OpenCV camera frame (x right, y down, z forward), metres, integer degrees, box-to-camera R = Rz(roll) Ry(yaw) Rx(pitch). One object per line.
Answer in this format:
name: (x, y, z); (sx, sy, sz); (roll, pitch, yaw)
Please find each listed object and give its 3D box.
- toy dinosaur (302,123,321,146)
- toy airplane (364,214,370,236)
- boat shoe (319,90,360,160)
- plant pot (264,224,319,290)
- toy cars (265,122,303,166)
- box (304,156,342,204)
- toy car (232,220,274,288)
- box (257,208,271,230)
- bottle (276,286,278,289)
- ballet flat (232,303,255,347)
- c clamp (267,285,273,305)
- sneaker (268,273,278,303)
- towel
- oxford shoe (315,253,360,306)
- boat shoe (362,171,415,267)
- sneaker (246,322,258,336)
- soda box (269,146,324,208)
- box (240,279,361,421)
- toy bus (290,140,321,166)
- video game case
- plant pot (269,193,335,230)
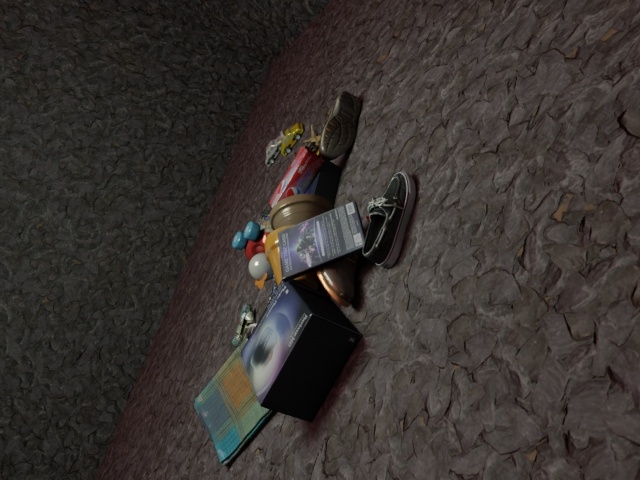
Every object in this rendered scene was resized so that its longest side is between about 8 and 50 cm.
toy dinosaur: (-0.035, -0.472, 2.351); (0.092, 0.053, 0.183); (-38, 39, 16)
toy airplane: (0.140, -0.021, 1.492); (0.151, 0.028, 0.151); (-7, 50, 8)
boat shoe: (0.072, -0.452, 2.036); (0.130, 0.132, 0.356); (-43, 21, 56)
plant pot: (-0.081, 0.082, 1.662); (0.205, 0.205, 0.188); (-41, 44, 40)
toy cars: (-0.224, -0.535, 2.722); (0.393, 0.087, 0.177); (-15, 52, 59)
box: (-0.026, -0.168, 1.948); (0.184, 0.103, 0.262); (-26, 43, 49)
toy car: (-0.233, 0.085, 1.960); (0.210, 0.219, 0.238); (-32, 42, 49)
box: (-0.249, -0.058, 2.343); (0.159, 0.044, 0.233); (-64, 24, -2)
bottle: (-0.110, 0.204, 1.742); (0.118, 0.092, 0.283); (-40, 33, 44)
ballet flat: (-0.301, 0.349, 2.031); (0.070, 0.070, 0.189); (-23, 47, 55)
c clamp: (-0.180, 0.190, 1.955); (0.137, 0.022, 0.161); (119, 169, -65)
sneaker: (-0.148, 0.209, 1.869); (0.082, 0.069, 0.210); (41, -125, -70)
towel: (-0.289, 0.544, 1.683); (0.370, 0.040, 0.271); (-52, 55, 22)
oxford shoe: (0.064, 0.043, 1.528); (0.132, 0.130, 0.364); (-37, 37, 23)
boat shoe: (0.186, -0.077, 1.423); (0.113, 0.104, 0.307); (-14, 54, 59)
sneaker: (-0.235, 0.357, 1.871); (0.170, 0.063, 0.075); (-25, 37, 47)
soda box: (-0.095, -0.226, 1.916); (0.263, 0.083, 0.092); (-59, 25, 10)
box: (-0.071, 0.306, 1.459); (0.297, 0.182, 0.294); (-61, 26, 5)
toy bus: (-0.048, -0.371, 2.186); (0.191, 0.104, 0.202); (-17, 51, 58)
video game case: (0.000, 0.000, 1.510); (0.274, 0.026, 0.196); (-23, 46, 14)
plant pot: (-0.058, -0.049, 1.742); (0.237, 0.237, 0.110); (-42, 43, 39)
